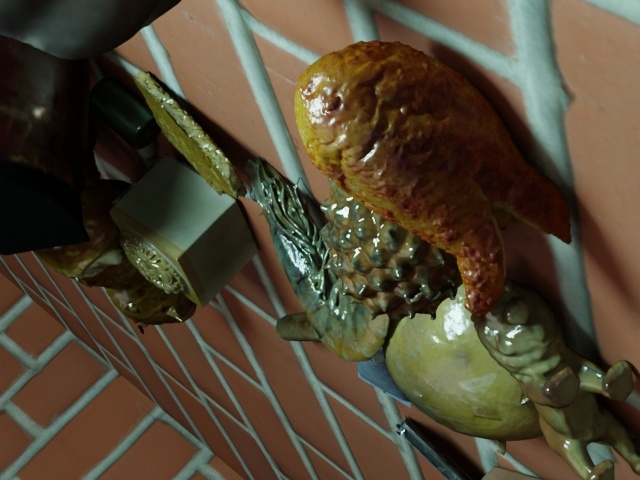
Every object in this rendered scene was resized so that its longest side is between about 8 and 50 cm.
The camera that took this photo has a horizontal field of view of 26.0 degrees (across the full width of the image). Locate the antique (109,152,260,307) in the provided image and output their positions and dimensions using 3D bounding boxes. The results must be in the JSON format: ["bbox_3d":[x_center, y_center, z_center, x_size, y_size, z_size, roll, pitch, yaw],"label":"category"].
[{"bbox_3d":[-0.197,-0.010,1.944,0.152,0.148,0.146,33,161,29],"label":"antique"}]

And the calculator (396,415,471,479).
[{"bbox_3d":[0.208,0.350,1.971,0.262,0.021,0.161,43,180,5],"label":"calculator"}]

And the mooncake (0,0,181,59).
[{"bbox_3d":[-0.206,-0.299,1.071,0.306,0.306,0.154,48,151,-8],"label":"mooncake"}]

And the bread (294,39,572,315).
[{"bbox_3d":[0.096,-0.060,1.146,0.269,0.139,0.095,44,-172,-9],"label":"bread"}]

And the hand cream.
[{"bbox_3d":[0.075,0.158,1.858,0.091,0.058,0.271,27,161,19],"label":"hand cream"}]

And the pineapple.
[{"bbox_3d":[0.075,-0.018,1.274,0.166,0.166,0.193,37,156,26],"label":"pineapple"}]

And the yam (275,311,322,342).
[{"bbox_3d":[-0.005,0.123,1.971,0.046,0.046,0.264,48,163,-10],"label":"yam"}]

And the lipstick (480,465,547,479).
[{"bbox_3d":[0.265,0.334,1.830,0.045,0.045,0.145,49,164,-14],"label":"lipstick"}]

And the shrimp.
[{"bbox_3d":[0.000,0.000,1.593,0.296,0.058,0.169,61,142,19],"label":"shrimp"}]

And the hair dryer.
[{"bbox_3d":[-0.259,-0.149,1.942,0.100,0.057,0.197,41,168,18],"label":"hair dryer"}]

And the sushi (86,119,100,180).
[{"bbox_3d":[-0.458,-0.167,2.140,0.238,0.219,0.225,16,-142,-47],"label":"sushi"}]

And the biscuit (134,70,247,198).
[{"bbox_3d":[-0.152,-0.114,1.743,0.237,0.026,0.131,46,169,36],"label":"biscuit"}]

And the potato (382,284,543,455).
[{"bbox_3d":[0.160,0.160,1.573,0.239,0.116,0.299,39,164,6],"label":"potato"}]

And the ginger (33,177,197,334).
[{"bbox_3d":[-0.297,0.022,2.142,0.254,0.176,0.418,49,-179,13],"label":"ginger"}]

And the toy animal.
[{"bbox_3d":[0.246,0.150,1.398,0.157,0.097,0.312,41,168,51],"label":"toy animal"}]

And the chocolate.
[{"bbox_3d":[-0.457,-0.195,1.812,0.384,0.331,0.383,10,159,4],"label":"chocolate"}]
